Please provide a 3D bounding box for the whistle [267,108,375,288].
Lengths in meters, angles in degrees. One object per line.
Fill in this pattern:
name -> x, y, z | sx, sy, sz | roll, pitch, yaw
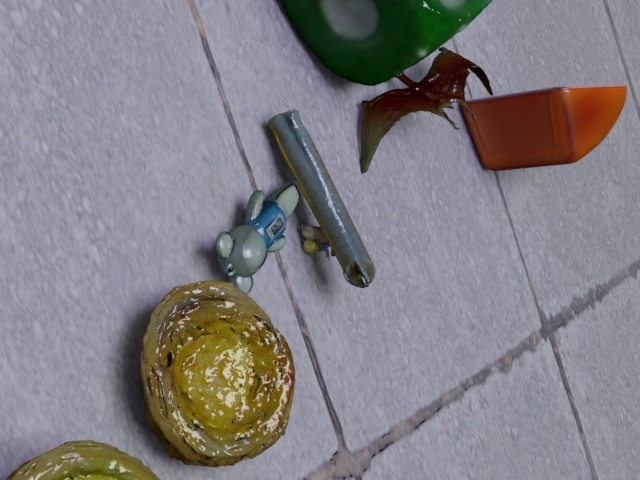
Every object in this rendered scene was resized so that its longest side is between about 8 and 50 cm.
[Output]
whistle -> 0.006, -0.066, 1.906 | 0.326, 0.057, 0.068 | 64, 0, 4

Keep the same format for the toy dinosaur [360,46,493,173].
toy dinosaur -> 0.193, -0.247, 2.139 | 0.112, 0.207, 0.327 | 91, 20, -47

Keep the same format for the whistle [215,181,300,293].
whistle -> -0.100, -0.017, 1.835 | 0.235, 0.077, 0.114 | -55, 128, -44

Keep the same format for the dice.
dice -> 0.123, -0.472, 1.997 | 0.297, 0.287, 0.300 | 53, 53, -14

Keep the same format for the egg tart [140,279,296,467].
egg tart -> -0.162, 0.200, 1.701 | 0.291, 0.107, 0.290 | 8, 77, -39

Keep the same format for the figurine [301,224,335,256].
figurine -> 0.000, 0.000, 1.950 | 0.083, 0.047, 0.050 | 6, 87, -40

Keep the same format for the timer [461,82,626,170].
timer -> 0.466, -0.256, 2.325 | 0.250, 0.258, 0.161 | -31, 109, -42

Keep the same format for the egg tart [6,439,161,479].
egg tart -> -0.321, 0.434, 1.463 | 0.345, 0.132, 0.345 | 13, 71, -42
